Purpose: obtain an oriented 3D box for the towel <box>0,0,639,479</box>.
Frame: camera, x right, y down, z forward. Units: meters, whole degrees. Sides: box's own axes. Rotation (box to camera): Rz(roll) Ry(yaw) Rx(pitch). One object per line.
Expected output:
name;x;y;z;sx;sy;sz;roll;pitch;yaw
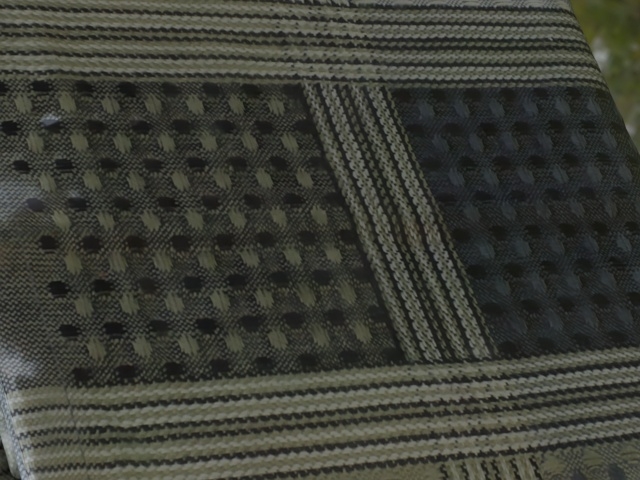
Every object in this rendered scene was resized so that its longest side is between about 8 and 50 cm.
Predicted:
towel;0.000;0.000;0.724;0.324;0.312;0.056;-1;-33;-31
